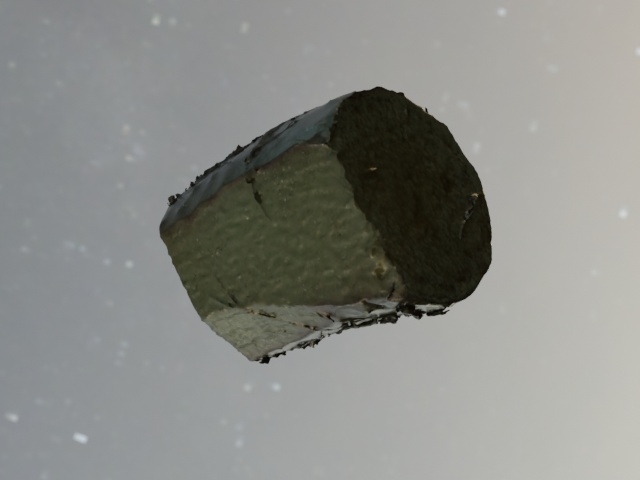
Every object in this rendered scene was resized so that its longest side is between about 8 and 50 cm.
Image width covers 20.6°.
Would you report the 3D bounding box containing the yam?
[{"bbox_3d":[0.002,-0.003,1.524,0.201,0.271,0.202,-17,-96,-51],"label":"yam"}]
